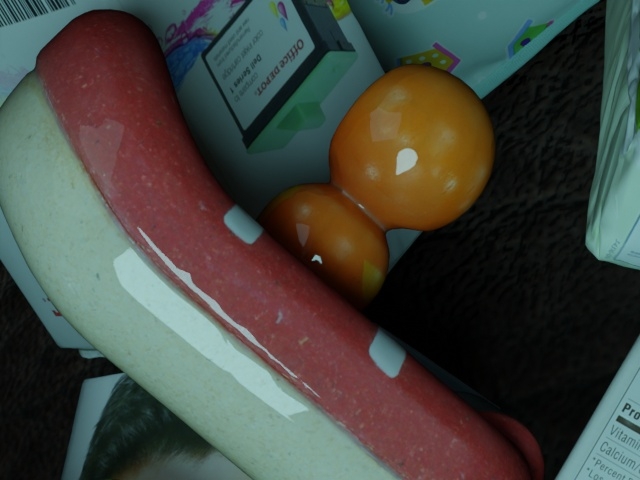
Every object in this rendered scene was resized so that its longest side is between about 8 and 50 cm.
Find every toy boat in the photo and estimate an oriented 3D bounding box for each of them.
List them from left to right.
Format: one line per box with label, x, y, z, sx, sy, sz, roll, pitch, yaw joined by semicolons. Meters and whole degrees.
toy boat;0.000;0.000;0.528;0.151;0.231;0.151;-49;7;-3

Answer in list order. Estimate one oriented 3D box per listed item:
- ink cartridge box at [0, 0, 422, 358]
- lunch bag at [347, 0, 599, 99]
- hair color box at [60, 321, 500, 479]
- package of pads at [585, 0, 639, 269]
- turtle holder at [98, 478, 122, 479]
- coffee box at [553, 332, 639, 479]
ink cartridge box;-0.097;-0.089;0.675;0.201;0.278;0.117;-4;33;48
lunch bag;0.004;-0.174;0.781;0.262;0.223;0.160;-5;60;44
hair color box;-0.040;0.236;0.638;0.185;0.113;0.374;-14;54;36
package of pads;0.213;-0.080;0.486;0.296;0.229;0.101;-73;-2;-48
turtle holder;-0.174;0.191;0.531;0.320;0.243;0.227;24;98;39
coffee box;0.126;0.110;0.528;0.098;0.141;0.246;30;84;14
